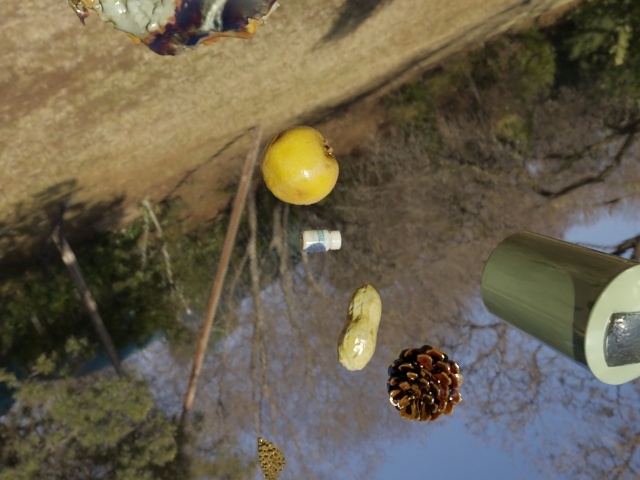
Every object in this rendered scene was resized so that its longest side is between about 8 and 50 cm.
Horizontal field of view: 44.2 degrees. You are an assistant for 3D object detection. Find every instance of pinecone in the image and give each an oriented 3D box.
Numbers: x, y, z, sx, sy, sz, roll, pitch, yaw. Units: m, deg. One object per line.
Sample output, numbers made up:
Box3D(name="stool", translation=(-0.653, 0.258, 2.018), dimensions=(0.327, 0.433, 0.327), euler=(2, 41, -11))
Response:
Box3D(name="pinecone", translation=(0.263, 0.375, 2.023), dimensions=(0.208, 0.207, 0.208), euler=(-24, -170, 4))

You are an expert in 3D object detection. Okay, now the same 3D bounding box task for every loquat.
Box3D(name="loquat", translation=(-0.055, -0.195, 2.045), dimensions=(0.208, 0.208, 0.208), euler=(-24, -170, 4))

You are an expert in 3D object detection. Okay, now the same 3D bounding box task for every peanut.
Box3D(name="peanut", translation=(0.078, 0.169, 1.550), dimensions=(0.080, 0.174, 0.080), euler=(12, 165, 3))

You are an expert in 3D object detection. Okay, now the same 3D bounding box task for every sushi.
Box3D(name="sushi", translation=(-0.231, -0.483, 1.174), dimensions=(0.418, 0.417, 0.176), euler=(-18, -162, 31))

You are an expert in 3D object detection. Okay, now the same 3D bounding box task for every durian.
Box3D(name="durian", translation=(-0.107, 0.449, 1.579), dimensions=(0.066, 0.130, 0.052), euler=(20, -137, 37))

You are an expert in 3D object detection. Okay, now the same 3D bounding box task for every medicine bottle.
Box3D(name="medicine bottle", translation=(0.000, 0.000, 1.833), dimensions=(0.089, 0.052, 0.052), euler=(-3, -175, -13))

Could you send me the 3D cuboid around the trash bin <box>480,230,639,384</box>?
Box3D(name="trash bin", translation=(0.607, 0.145, 1.840), dimensions=(0.280, 0.280, 0.432), euler=(-28, -153, -20))
